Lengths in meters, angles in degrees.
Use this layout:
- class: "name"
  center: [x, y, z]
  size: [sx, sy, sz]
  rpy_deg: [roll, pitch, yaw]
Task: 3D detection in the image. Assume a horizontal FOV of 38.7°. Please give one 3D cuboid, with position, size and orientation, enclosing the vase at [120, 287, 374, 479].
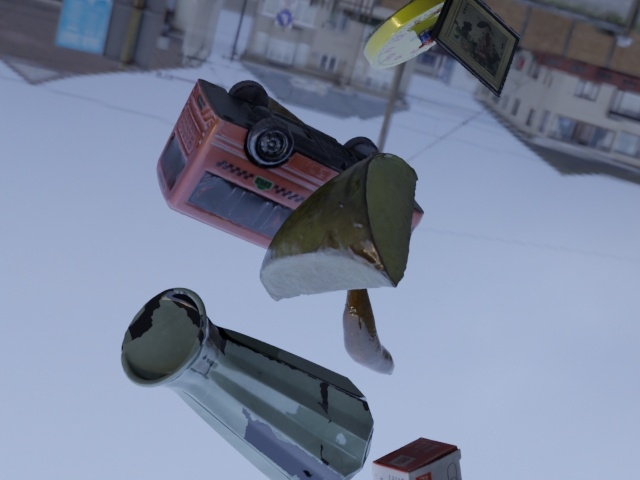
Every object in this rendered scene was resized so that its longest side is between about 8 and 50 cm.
- class: "vase"
  center: [-0.074, 0.186, 1.079]
  size: [0.165, 0.165, 0.360]
  rpy_deg: [32, 172, 44]

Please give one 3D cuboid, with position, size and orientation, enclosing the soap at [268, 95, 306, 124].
- class: "soap"
  center: [-0.140, -0.182, 1.883]
  size: [0.140, 0.232, 0.073]
  rpy_deg: [37, -143, -23]

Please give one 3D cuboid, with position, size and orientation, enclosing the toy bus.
- class: "toy bus"
  center: [-0.049, -0.091, 1.545]
  size: [0.427, 0.233, 0.203]
  rpy_deg: [24, -160, -28]

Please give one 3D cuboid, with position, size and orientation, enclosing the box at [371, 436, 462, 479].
- class: "box"
  center: [0.166, 0.434, 1.495]
  size: [0.133, 0.182, 0.099]
  rpy_deg: [-11, -171, -41]

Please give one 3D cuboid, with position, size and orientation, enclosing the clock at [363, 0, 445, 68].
- class: "clock"
  center: [0.234, -0.473, 2.055]
  size: [0.294, 0.277, 0.071]
  rpy_deg: [-23, -101, -37]

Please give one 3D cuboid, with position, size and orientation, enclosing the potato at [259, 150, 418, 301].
- class: "potato"
  center: [0.000, 0.000, 1.295]
  size: [0.112, 0.255, 0.269]
  rpy_deg: [48, -149, -20]

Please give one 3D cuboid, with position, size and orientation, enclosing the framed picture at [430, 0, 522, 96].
- class: "framed picture"
  center: [0.316, -0.411, 1.835]
  size: [0.199, 0.010, 0.195]
  rpy_deg: [37, -127, -18]

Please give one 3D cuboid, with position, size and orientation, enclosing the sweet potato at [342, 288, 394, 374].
- class: "sweet potato"
  center: [0.089, 0.187, 1.949]
  size: [0.079, 0.346, 0.108]
  rpy_deg: [-1, -146, 23]
